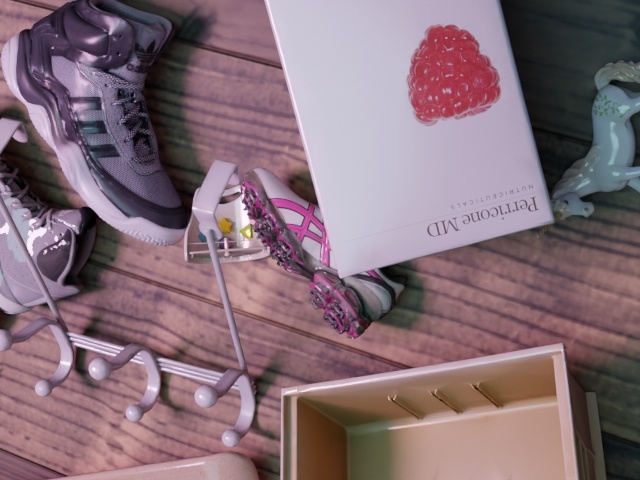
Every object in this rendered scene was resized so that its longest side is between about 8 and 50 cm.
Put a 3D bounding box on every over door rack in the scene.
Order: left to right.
[{"bbox_3d":[-0.192,0.060,1.054,0.239,0.108,0.324,12,133,16],"label":"over door rack"}]

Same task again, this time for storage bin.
[{"bbox_3d":[0.108,0.249,0.964,0.262,0.123,0.260,-12,62,23],"label":"storage bin"}]

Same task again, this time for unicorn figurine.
[{"bbox_3d":[0.252,-0.074,0.952,0.111,0.060,0.162,5,85,22],"label":"unicorn figurine"}]

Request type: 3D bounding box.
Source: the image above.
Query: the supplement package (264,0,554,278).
[{"bbox_3d":[0.065,-0.137,0.925,0.177,0.175,0.293,-15,94,5],"label":"supplement package"}]

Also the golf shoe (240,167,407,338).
[{"bbox_3d":[0.000,0.000,1.059,0.086,0.067,0.186,-39,86,-21],"label":"golf shoe"}]

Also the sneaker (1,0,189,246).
[{"bbox_3d":[-0.189,-0.132,1.089,0.153,0.101,0.268,-42,80,25],"label":"sneaker"}]

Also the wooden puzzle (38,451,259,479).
[{"bbox_3d":[-0.189,0.393,1.199,0.347,0.080,0.322,-13,94,19],"label":"wooden puzzle"}]

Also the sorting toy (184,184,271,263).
[{"bbox_3d":[-0.094,-0.017,1.103,0.083,0.045,0.075,-4,83,-8],"label":"sorting toy"}]

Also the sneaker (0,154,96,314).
[{"bbox_3d":[-0.299,-0.042,1.169,0.132,0.086,0.229,-11,105,19],"label":"sneaker"}]
